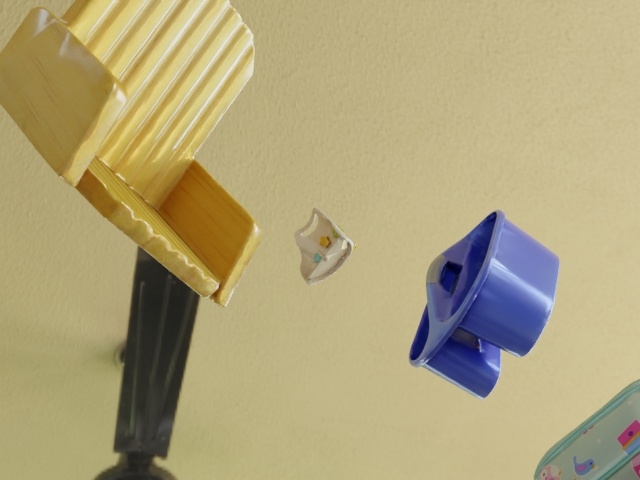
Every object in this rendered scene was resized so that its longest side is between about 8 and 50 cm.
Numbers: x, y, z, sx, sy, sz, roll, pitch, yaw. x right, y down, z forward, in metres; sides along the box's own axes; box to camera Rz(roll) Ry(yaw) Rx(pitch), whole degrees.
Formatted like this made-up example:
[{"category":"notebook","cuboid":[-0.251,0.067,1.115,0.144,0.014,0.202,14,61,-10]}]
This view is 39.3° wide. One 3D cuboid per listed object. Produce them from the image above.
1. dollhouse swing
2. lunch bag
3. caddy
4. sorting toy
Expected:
[{"category":"dollhouse swing","cuboid":[-0.167,-0.164,1.121,0.305,0.315,0.347,-44,-38,-4]},{"category":"lunch bag","cuboid":[0.391,0.278,0.957,0.279,0.108,0.224,32,-66,-17]},{"category":"caddy","cuboid":[0.255,0.093,1.486,0.179,0.341,0.241,32,-56,-1]},{"category":"sorting toy","cuboid":[0.000,0.000,1.119,0.045,0.075,0.083,-2,-43,-49]}]
